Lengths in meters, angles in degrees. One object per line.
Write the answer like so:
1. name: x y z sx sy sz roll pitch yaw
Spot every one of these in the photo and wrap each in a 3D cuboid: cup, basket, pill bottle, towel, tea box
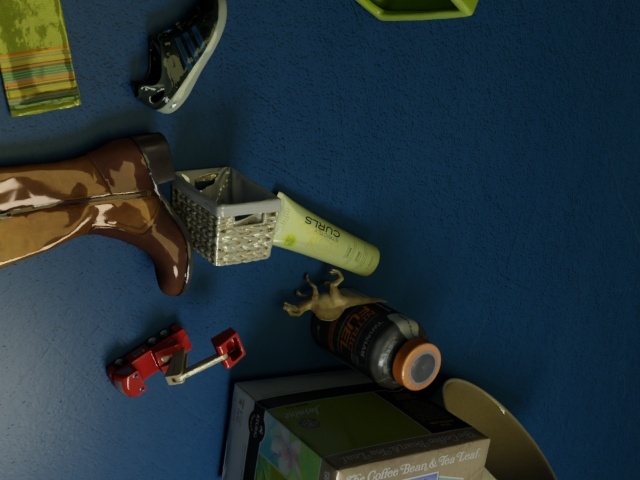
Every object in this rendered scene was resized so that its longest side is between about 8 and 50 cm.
1. cup: 0.290 0.483 1.833 0.331 0.331 0.237 26 116 -39
2. basket: -0.152 -0.039 1.395 0.113 0.167 0.103 -8 117 -33
3. pill bottle: 0.103 0.180 1.600 0.130 0.245 0.130 -13 113 -33
4. towel: -0.394 -0.290 1.218 0.102 0.021 0.237 -20 116 -31
5. tea box: 0.054 0.389 1.559 0.329 0.323 0.220 -1 106 -35

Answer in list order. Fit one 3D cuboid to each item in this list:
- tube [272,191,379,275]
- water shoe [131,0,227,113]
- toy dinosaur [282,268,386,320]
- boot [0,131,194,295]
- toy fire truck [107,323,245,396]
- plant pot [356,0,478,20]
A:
1. tube: 0.000 0.000 1.586 0.240 0.062 0.070 25 50 -34
2. water shoe: -0.207 -0.287 1.324 0.080 0.073 0.203 25 90 -37
3. toy dinosaur: 0.022 0.103 1.605 0.183 0.093 0.053 -6 143 -3
4. boot: -0.335 -0.007 1.313 0.280 0.096 0.264 -19 117 -29
5. toy fire truck: -0.231 0.193 1.432 0.192 0.135 0.047 -33 122 -23
6. plant pot: 0.140 -0.496 1.414 0.227 0.228 0.207 34 79 -38
